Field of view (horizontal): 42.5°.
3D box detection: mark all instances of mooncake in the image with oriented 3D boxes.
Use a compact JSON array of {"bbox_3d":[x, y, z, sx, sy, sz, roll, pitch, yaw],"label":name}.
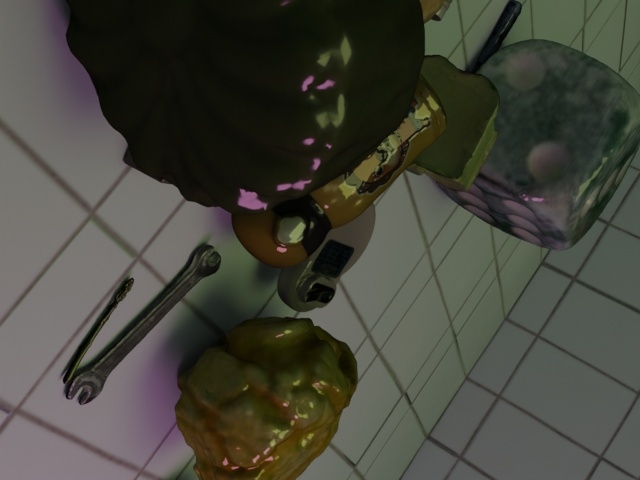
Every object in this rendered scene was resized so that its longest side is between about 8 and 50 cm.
[{"bbox_3d":[-0.084,-0.202,0.785,0.194,0.356,0.357,-40,147,-38],"label":"mooncake"}]

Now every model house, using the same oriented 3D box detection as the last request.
[{"bbox_3d":[0.200,-0.199,1.462,0.195,0.214,0.189,-65,161,-5],"label":"model house"}]

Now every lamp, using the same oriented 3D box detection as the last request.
[{"bbox_3d":[-0.002,0.000,1.386,0.179,0.108,0.246,23,92,-52],"label":"lamp"}]

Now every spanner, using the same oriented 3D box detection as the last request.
[{"bbox_3d":[-0.249,0.116,1.179,0.302,0.017,0.071,-48,151,-21],"label":"spanner"}]

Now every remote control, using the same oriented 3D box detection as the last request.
[{"bbox_3d":[0.374,-0.429,1.714,0.153,0.027,0.043,-60,162,4],"label":"remote control"}]

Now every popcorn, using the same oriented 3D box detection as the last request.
[{"bbox_3d":[-0.078,0.268,1.316,0.334,0.292,0.294,55,27,-87],"label":"popcorn"}]

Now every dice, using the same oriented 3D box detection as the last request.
[{"bbox_3d":[0.462,-0.192,1.744,0.348,0.330,0.328,-54,156,-4],"label":"dice"}]

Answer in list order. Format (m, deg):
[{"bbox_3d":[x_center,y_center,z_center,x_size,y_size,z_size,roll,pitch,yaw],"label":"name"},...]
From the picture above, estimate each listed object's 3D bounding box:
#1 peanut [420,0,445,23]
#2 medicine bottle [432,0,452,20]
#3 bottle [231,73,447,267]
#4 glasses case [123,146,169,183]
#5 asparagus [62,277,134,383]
[{"bbox_3d":[0.097,-0.356,1.193,0.313,0.149,0.149,-42,148,-37],"label":"peanut"},{"bbox_3d":[0.199,-0.422,1.381,0.091,0.058,0.058,-63,153,3],"label":"medicine bottle"},{"bbox_3d":[0.017,-0.106,1.228,0.351,0.171,0.171,-47,151,-12],"label":"bottle"},{"bbox_3d":[-0.157,-0.097,1.071,0.205,0.070,0.047,3,110,-60],"label":"glasses case"},{"bbox_3d":[-0.298,0.119,1.100,0.016,0.013,0.166,34,83,-21],"label":"asparagus"}]
